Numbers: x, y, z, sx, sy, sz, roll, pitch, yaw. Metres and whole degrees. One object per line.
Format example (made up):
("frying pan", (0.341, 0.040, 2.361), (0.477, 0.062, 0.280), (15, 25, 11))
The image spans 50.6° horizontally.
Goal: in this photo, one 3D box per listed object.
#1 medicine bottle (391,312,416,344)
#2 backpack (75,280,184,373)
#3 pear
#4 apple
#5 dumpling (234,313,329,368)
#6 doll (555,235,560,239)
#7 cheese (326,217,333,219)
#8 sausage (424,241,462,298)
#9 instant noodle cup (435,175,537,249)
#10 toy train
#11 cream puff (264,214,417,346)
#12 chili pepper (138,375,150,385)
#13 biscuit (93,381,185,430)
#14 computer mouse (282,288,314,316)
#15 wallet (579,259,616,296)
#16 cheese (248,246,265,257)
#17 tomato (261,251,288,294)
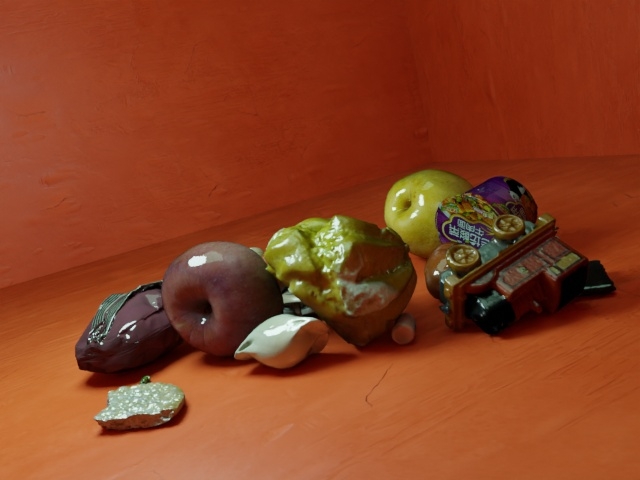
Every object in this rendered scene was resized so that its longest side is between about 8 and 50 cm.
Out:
("medicine bottle", (0.193, 0.201, 1.555), (0.052, 0.052, 0.089), (-9, 12, 14))
("backpack", (-0.498, 0.231, 1.772), (0.284, 0.197, 0.317), (-14, 10, 28))
("pear", (0.360, -0.085, 2.158), (0.315, 0.314, 0.314), (-12, 12, 2))
("apple", (-0.238, 0.138, 1.686), (0.306, 0.305, 0.235), (-7, 15, 25))
("dumpling", (-0.080, 0.236, 1.548), (0.229, 0.124, 0.151), (-17, -28, 16))
("doll", (0.628, 0.011, 2.004), (0.161, 0.059, 0.160), (-16, 13, -15))
("cheese", (0.000, 0.000, 2.582), (0.327, 0.115, 0.318), (-12, 11, 11))
("sausage", (0.344, 0.077, 1.820), (0.133, 0.133, 0.258), (-8, 13, 20))
("instant noodle cup", (0.486, -0.060, 1.936), (0.190, 0.251, 0.251), (-35, 22, -33))
("toy train", (0.440, 0.079, 1.533), (0.369, 0.163, 0.232), (-30, 45, -20))
("cream puff", (0.067, 0.066, 1.621), (0.275, 0.378, 0.378), (-51, 17, -3))
("chili pepper", (-0.419, 0.341, 1.608), (0.027, 0.022, 0.083), (-46, 14, 1))
("biscuit", (-0.394, 0.357, 1.455), (0.188, 0.040, 0.266), (-21, 13, -39))
("computer mouse", (-0.024, 0.158, 1.915), (0.145, 0.081, 0.236), (-7, 14, 24))
("wallet", (0.534, 0.114, 1.649), (0.321, 0.044, 0.170), (-9, 15, 11))
("cheese", (-0.250, 0.090, 2.377), (0.137, 0.064, 0.227), (-21, -18, -6))
("tomato", (-0.137, 0.128, 1.939), (0.095, 0.236, 0.237), (28, 23, 11))
